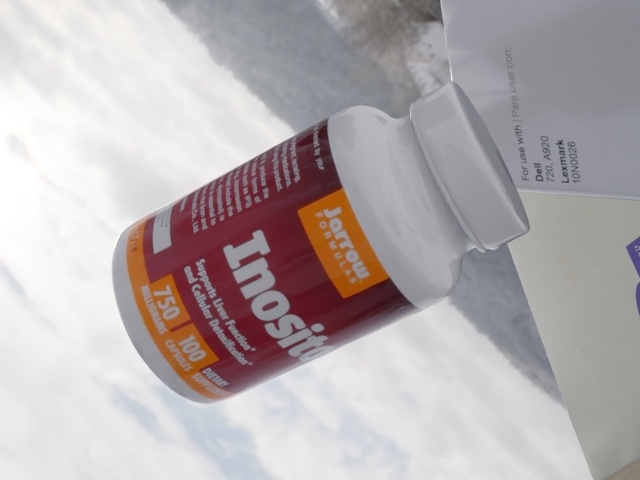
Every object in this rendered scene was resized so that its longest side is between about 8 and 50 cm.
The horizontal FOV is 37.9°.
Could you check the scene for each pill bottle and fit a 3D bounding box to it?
[{"bbox_3d":[0.000,0.000,0.373,0.086,0.152,0.086,54,-161,-28],"label":"pill bottle"}]

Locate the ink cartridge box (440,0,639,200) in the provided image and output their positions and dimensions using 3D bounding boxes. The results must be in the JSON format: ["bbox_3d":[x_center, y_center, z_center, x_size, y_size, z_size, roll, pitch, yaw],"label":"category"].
[{"bbox_3d":[0.226,-0.106,0.436,0.278,0.201,0.117,8,122,40],"label":"ink cartridge box"}]

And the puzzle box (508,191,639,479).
[{"bbox_3d":[0.280,-0.030,0.780,0.052,0.272,0.408,24,-142,-32],"label":"puzzle box"}]
